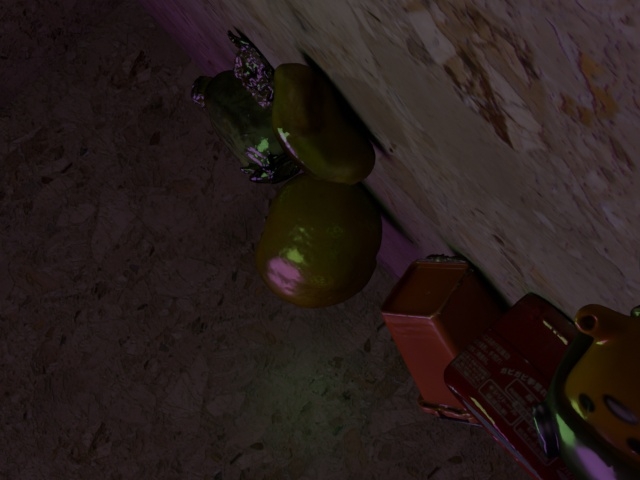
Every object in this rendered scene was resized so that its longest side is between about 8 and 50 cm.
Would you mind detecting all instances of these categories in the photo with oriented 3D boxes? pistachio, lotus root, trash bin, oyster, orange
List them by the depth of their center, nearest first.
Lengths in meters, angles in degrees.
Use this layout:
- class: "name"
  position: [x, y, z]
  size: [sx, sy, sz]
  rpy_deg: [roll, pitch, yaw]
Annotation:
- class: "pistachio"
  position: [-0.010, -0.144, 1.159]
  size: [0.189, 0.100, 0.110]
  rpy_deg: [47, 175, -30]
- class: "trash bin"
  position: [0.211, 0.150, 1.328]
  size: [0.185, 0.161, 0.238]
  rpy_deg: [3, 135, 45]
- class: "oyster"
  position: [-0.109, -0.285, 1.550]
  size: [0.105, 0.056, 0.177]
  rpy_deg: [37, 167, 43]
- class: "orange"
  position: [0.000, 0.000, 1.758]
  size: [0.235, 0.279, 0.279]
  rpy_deg: [22, 180, -3]
- class: "lotus root"
  position: [-0.144, -0.242, 1.800]
  size: [0.309, 0.173, 0.173]
  rpy_deg: [47, 179, 26]

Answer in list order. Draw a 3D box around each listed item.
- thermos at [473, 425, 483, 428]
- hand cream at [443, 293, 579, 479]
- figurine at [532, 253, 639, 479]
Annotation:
- class: "thermos"
  position: [0.363, 0.309, 1.580]
  size: [0.193, 0.105, 0.137]
  rpy_deg: [22, -164, -20]
- class: "hand cream"
  position: [0.263, 0.187, 1.044]
  size: [0.230, 0.149, 0.230]
  rpy_deg: [48, 176, 4]
- class: "figurine"
  position: [0.199, 0.099, 0.486]
  size: [0.166, 0.141, 0.250]
  rpy_deg: [46, 178, 32]
